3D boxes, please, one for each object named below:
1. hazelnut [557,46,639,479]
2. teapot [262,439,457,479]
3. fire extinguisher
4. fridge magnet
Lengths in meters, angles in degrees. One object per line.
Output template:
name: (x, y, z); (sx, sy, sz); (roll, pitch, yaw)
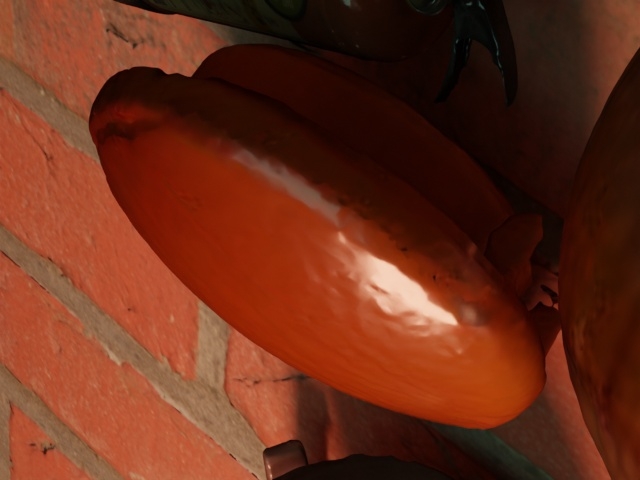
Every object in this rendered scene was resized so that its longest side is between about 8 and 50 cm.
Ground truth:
hazelnut: (0.279, 0.023, 0.694); (0.372, 0.315, 0.372); (6, 109, 19)
teapot: (0.028, 0.356, 1.289); (0.376, 0.306, 0.361); (-116, 14, -46)
fire extinguisher: (-0.017, -0.215, 1.018); (0.376, 0.113, 0.200); (21, 131, 41)
fridge magnet: (0.000, 0.000, 1.063); (0.364, 0.155, 0.363); (31, 162, 11)
